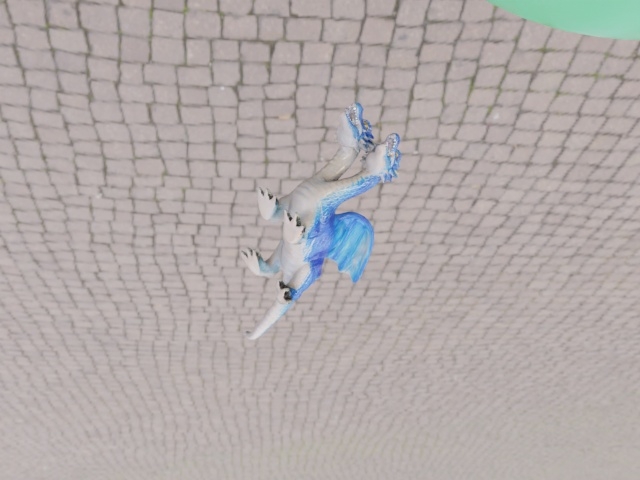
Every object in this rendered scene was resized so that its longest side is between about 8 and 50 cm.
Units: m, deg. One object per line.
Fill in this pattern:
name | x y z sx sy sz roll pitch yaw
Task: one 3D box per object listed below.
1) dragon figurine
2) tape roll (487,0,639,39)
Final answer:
dragon figurine | 0.000 0.000 0.763 0.144 0.085 0.289 -17 133 -38
tape roll | 0.163 -0.266 0.355 0.321 0.321 0.077 -1 172 -2
